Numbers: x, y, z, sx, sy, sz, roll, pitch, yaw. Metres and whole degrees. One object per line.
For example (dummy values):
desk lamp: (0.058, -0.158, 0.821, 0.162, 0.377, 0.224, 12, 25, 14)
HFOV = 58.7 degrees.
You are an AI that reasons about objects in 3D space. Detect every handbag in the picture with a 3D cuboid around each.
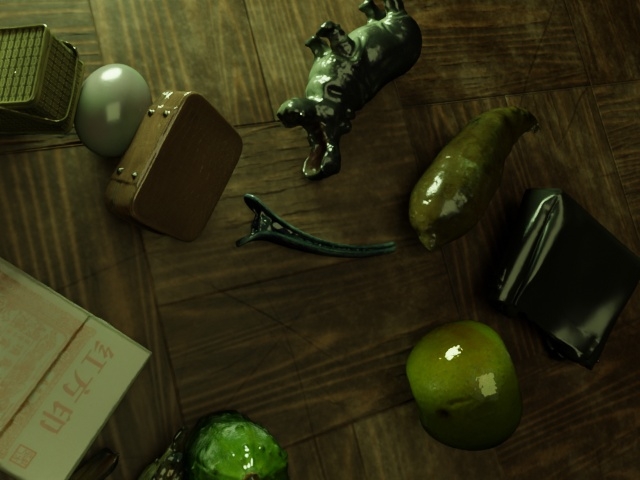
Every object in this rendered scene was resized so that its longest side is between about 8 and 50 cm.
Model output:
handbag: (0.443, 0.071, 1.043, 0.285, 0.113, 0.257, 35, 74, -20)
handbag: (-0.195, -0.100, 0.796, 0.151, 0.072, 0.193, 35, 72, -50)

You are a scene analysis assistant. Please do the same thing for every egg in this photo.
egg: (-0.287, -0.180, 0.793, 0.103, 0.103, 0.135, 15, 71, -19)

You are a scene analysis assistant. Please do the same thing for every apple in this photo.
apple: (0.219, 0.223, 0.880, 0.156, 0.196, 0.196, -16, 85, 5)

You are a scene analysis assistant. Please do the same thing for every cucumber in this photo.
cucumber: (-0.101, 0.282, 0.705, 0.134, 0.244, 0.134, 4, 76, -15)

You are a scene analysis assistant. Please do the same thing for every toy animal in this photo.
toy animal: (0.037, -0.270, 0.949, 0.168, 0.106, 0.343, 41, 73, -18)

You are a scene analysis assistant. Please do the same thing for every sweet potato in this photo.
sweet potato: (0.277, -0.138, 1.015, 0.130, 0.130, 0.423, 47, 58, -8)

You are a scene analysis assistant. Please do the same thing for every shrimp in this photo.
shrimp: (-0.267, 0.336, 0.722, 0.145, 0.059, 0.254, 21, 79, 1)

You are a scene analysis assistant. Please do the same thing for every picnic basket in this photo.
picnic basket: (-0.397, -0.202, 0.728, 0.164, 0.079, 0.115, 0, 76, 12)

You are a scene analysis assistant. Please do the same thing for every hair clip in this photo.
hair clip: (0.000, 0.000, 0.916, 0.275, 0.048, 0.083, 15, 72, -24)

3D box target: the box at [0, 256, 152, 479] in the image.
box: (-0.418, 0.129, 0.695, 0.365, 0.051, 0.205, 35, 67, -10)
